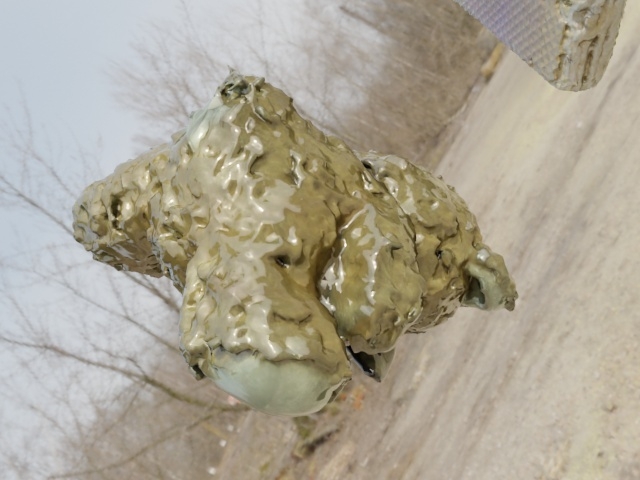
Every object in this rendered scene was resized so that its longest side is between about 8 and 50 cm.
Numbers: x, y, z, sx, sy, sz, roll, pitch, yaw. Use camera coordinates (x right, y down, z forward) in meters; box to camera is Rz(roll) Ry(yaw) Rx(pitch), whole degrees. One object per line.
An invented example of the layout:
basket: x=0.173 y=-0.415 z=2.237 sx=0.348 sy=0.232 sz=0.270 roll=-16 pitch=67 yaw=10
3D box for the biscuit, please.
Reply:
biscuit: x=0.200 y=-0.243 z=0.688 sx=0.238 sy=0.062 sz=0.108 roll=-116 pitch=19 yaw=-46

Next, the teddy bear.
teddy bear: x=0.000 y=0.000 z=0.476 sx=0.256 sy=0.267 sz=0.156 roll=19 pitch=-82 yaw=-44
